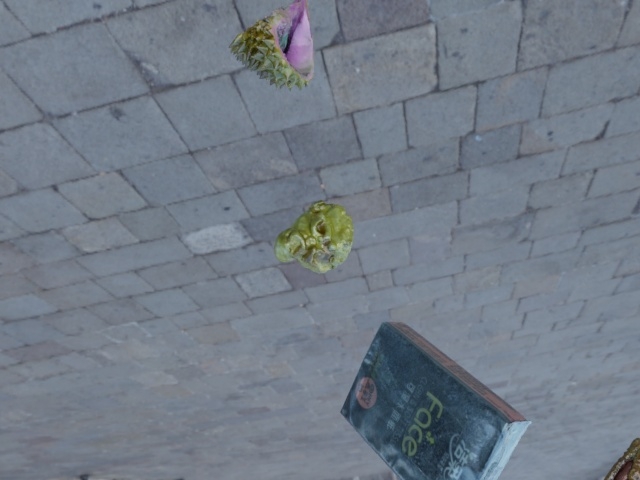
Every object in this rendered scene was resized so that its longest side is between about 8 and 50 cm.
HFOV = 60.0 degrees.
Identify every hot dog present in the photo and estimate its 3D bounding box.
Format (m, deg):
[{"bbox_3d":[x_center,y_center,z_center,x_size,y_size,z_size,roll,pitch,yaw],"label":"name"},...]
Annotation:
[{"bbox_3d":[0.743,0.616,1.367,0.083,0.289,0.068,52,159,-20],"label":"hot dog"}]

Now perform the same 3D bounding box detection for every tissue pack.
[{"bbox_3d":[0.195,0.325,1.024,0.103,0.316,0.228,8,109,-42],"label":"tissue pack"}]

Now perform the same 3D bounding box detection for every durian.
[{"bbox_3d":[-0.079,-0.383,1.118,0.154,0.186,0.260,-35,-177,33],"label":"durian"}]

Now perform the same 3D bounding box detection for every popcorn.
[{"bbox_3d":[0.000,0.000,1.885,0.286,0.225,0.173,-43,158,-33],"label":"popcorn"}]
